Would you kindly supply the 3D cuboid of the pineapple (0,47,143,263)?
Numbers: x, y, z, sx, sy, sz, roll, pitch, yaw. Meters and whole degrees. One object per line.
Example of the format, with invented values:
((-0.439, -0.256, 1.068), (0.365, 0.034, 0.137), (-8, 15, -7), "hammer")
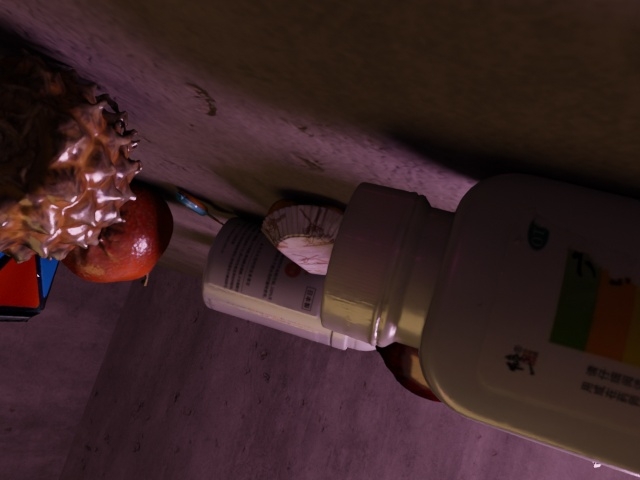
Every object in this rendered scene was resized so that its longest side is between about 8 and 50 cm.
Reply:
((-0.226, -0.058, 0.447), (0.166, 0.166, 0.193), (19, 170, -8), "pineapple")

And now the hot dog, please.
((0.000, 0.000, 0.652), (0.108, 0.059, 0.191), (0, 162, 16), "hot dog")

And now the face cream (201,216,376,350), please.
((0.026, 0.083, 0.795), (0.369, 0.146, 0.145), (17, 170, 10), "face cream")

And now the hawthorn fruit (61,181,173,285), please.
((-0.294, 0.010, 0.877), (0.165, 0.165, 0.285), (15, 162, 11), "hawthorn fruit")

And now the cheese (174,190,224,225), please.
((-0.170, -0.044, 0.787), (0.047, 0.017, 0.111), (34, 175, 33), "cheese")

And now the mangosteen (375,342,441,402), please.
((0.128, 0.074, 0.592), (0.166, 0.166, 0.180), (21, -159, -21), "mangosteen")

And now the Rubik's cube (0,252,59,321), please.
((-0.497, -0.042, 0.731), (0.249, 0.249, 0.246), (17, 169, -2), "Rubik's cube")

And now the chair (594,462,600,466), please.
((0.260, 0.136, 0.624), (0.213, 0.174, 0.149), (23, 137, 10), "chair")

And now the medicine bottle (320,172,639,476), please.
((0.154, 0.048, 0.352), (0.296, 0.161, 0.111), (17, 169, 14), "medicine bottle")
